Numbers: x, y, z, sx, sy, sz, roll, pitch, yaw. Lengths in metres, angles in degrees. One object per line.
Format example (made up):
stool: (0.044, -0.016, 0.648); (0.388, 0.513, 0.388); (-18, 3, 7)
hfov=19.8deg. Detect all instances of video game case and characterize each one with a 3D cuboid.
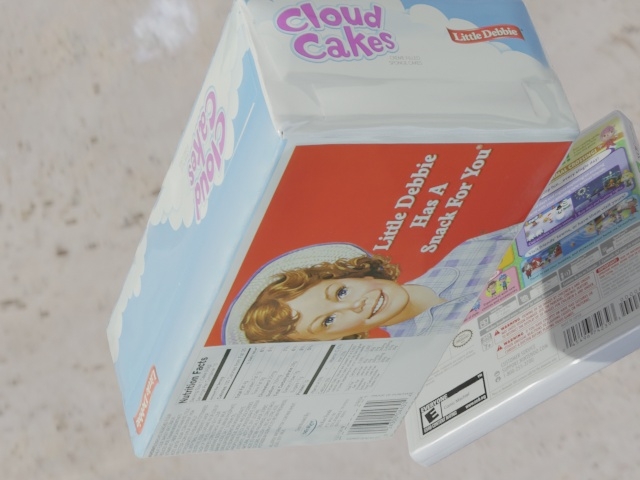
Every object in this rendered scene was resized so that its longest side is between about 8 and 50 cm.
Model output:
video game case: (0.139, 0.031, 1.255); (0.212, 0.193, 0.023); (-33, 129, 24)

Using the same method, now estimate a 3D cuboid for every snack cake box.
snack cake box: (0.000, 0.000, 0.911); (0.152, 0.089, 0.264); (-1, 143, -24)
